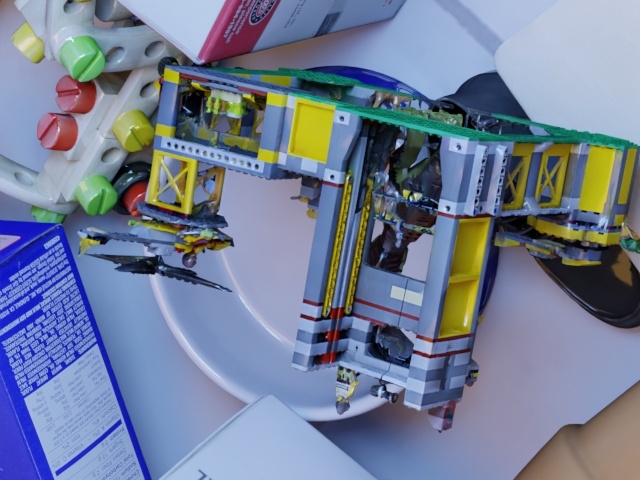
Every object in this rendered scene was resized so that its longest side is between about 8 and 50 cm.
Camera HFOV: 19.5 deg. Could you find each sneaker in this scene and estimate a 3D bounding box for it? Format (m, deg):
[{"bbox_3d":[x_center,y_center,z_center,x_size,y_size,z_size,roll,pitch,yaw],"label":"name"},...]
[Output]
[{"bbox_3d":[0.155,-0.018,1.348,0.083,0.118,0.222,-40,84,30],"label":"sneaker"}]

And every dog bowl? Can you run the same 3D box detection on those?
[{"bbox_3d":[0.000,0.000,1.443,0.265,0.104,0.264,8,107,26],"label":"dog bowl"}]

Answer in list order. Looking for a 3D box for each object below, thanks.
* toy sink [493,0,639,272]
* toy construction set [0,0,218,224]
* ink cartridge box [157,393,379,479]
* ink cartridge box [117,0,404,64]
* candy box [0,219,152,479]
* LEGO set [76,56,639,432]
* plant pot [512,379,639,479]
[{"bbox_3d":[0.255,-0.086,1.271,0.153,0.131,0.234,-36,90,30],"label":"toy sink"},{"bbox_3d":[-0.199,-0.114,1.452,0.328,0.215,0.151,-41,62,35],"label":"toy construction set"},{"bbox_3d":[-0.035,0.357,1.466,0.285,0.166,0.395,37,135,14],"label":"ink cartridge box"},{"bbox_3d":[-0.008,-0.245,1.284,0.114,0.273,0.197,39,118,17],"label":"ink cartridge box"},{"bbox_3d":[-0.287,0.143,1.552,0.268,0.122,0.317,4,119,41],"label":"candy box"},{"bbox_3d":[0.029,0.004,1.208,0.331,0.255,0.192,14,101,25],"label":"LEGO set"},{"bbox_3d":[0.301,0.181,1.252,0.291,0.291,0.203,39,102,13],"label":"plant pot"}]
